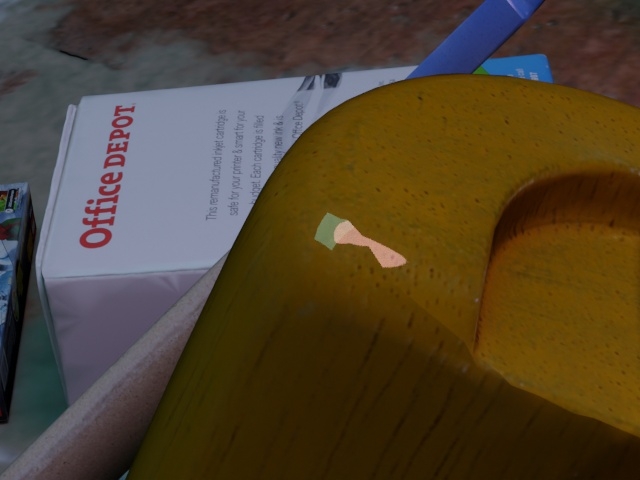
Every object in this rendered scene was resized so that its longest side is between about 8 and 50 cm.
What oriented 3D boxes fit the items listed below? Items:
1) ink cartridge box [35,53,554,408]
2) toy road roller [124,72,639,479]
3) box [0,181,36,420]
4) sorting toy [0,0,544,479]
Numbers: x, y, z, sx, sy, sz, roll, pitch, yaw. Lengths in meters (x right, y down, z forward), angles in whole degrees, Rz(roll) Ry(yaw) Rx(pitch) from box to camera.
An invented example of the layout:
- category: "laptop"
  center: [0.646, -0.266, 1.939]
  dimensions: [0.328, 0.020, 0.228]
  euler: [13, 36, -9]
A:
- category: "ink cartridge box"
  center: [0.000, 0.000, 0.707]
  dimensions: [0.191, 0.082, 0.139]
  euler: [-6, 32, 3]
- category: "toy road roller"
  center: [0.088, 0.040, 0.446]
  dimensions: [0.241, 0.202, 0.329]
  euler: [24, 32, -6]
- category: "box"
  center: [-0.166, 0.025, 0.748]
  dimensions: [0.094, 0.027, 0.137]
  euler: [-5, 32, 0]
- category: "sorting toy"
  center: [-0.050, 0.060, 0.537]
  dimensions: [0.348, 0.047, 0.196]
  euler: [-44, 1, 4]
